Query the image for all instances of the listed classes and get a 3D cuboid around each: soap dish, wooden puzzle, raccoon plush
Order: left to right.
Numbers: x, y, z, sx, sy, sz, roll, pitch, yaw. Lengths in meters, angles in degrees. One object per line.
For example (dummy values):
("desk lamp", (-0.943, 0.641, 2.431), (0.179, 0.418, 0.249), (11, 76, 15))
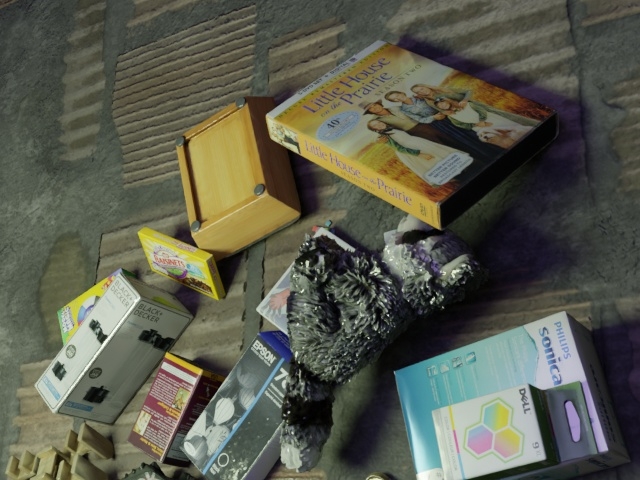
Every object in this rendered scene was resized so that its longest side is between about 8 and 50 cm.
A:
("soap dish", (-0.171, -0.130, 1.929), (0.229, 0.118, 0.291), (-27, 58, 22))
("wooden puzzle", (0.000, 0.000, 1.835), (0.049, 0.006, 0.083), (10, 77, 36))
("raccoon plush", (0.111, 0.168, 1.595), (0.299, 0.216, 0.447), (7, 103, 14))

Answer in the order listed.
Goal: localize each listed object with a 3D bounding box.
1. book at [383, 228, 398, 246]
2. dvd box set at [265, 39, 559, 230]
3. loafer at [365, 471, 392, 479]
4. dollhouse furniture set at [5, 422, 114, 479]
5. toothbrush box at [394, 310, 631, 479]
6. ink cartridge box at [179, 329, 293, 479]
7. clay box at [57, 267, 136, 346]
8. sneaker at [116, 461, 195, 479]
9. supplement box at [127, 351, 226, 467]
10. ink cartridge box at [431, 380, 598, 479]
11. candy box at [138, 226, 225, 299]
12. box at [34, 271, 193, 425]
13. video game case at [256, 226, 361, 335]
("book", (0.168, 0.041, 1.695), (0.096, 0.035, 0.144), (-19, 61, 22))
("dvd box set", (0.153, -0.202, 1.687), (0.307, 0.062, 0.420), (-36, 47, -25))
("loafer", (0.106, 0.442, 1.564), (0.056, 0.050, 0.148), (-35, 56, 17))
("dollhouse furniture set", (-0.507, 0.523, 1.912), (0.212, 0.161, 0.242), (-27, 37, 22))
("toothbrush box", (0.285, 0.264, 1.468), (0.295, 0.126, 0.216), (-25, 60, 24))
("ink cartridge box", (-0.105, 0.295, 1.755), (0.165, 0.065, 0.333), (37, 93, 38))
("clay box", (-0.476, 0.170, 2.053), (0.222, 0.053, 0.127), (-33, 57, 18))
("sneaker", (-0.350, 0.477, 1.786), (0.276, 0.098, 0.135), (-1, 57, 4))
("supplement box", (-0.273, 0.323, 1.842), (0.104, 0.081, 0.188), (19, 83, 37))
("ink cartridge box", (0.269, 0.269, 1.359), (0.209, 0.062, 0.109), (-20, 63, 25))
("candy box", (-0.280, 0.045, 1.945), (0.206, 0.105, 0.027), (20, 45, 37))
("box", (-0.407, 0.218, 1.917), (0.290, 0.169, 0.087), (-52, 53, 4))
("video game case", (0.005, 0.096, 1.759), (0.183, 0.023, 0.201), (34, 83, 35))
